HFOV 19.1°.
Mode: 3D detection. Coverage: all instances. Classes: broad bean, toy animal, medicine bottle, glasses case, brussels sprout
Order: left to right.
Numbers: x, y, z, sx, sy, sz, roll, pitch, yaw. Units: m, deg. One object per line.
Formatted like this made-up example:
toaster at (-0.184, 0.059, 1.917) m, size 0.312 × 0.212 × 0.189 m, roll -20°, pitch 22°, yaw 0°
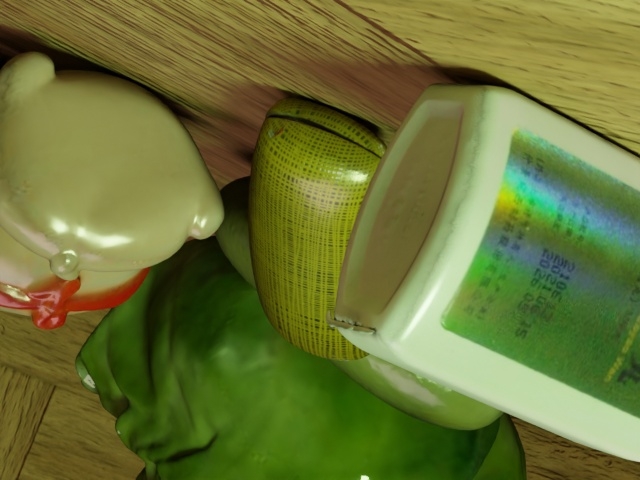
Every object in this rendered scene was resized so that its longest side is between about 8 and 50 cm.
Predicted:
toy animal at (-0.160, -0.028, 1.183) m, size 0.171 × 0.171 × 0.197 m, roll 24°, pitch 156°, yaw -18°
glasses case at (0.000, 0.000, 1.039) m, size 0.079 × 0.064 × 0.234 m, roll 22°, pitch 155°, yaw 12°
brussels sprout at (0.004, 0.174, 1.604) m, size 0.342 × 0.425 × 0.361 m, roll -24°, pitch 174°, yaw -31°
broad bean at (0.026, 0.034, 1.243) m, size 0.263 × 0.121 × 0.189 m, roll 20°, pitch 173°, yaw 45°
medicine bottle at (0.117, 0.026, 0.785) m, size 0.219 × 0.115 × 0.078 m, roll 25°, pitch 173°, yaw -28°
